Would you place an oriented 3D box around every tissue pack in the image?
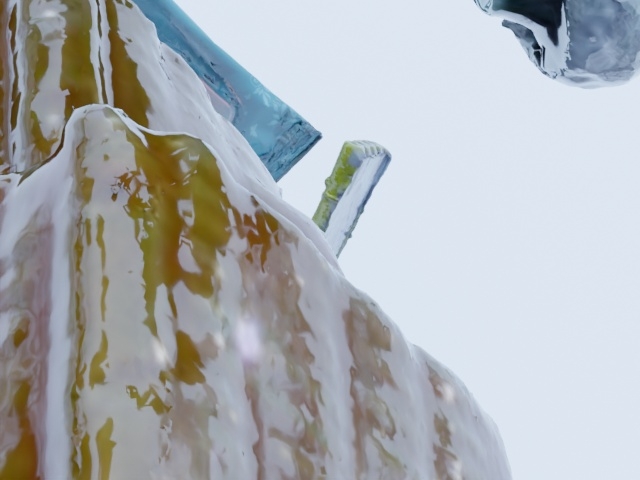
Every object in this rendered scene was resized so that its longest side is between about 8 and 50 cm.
[{"bbox_3d":[-0.077,-0.065,0.830,0.138,0.028,0.085,44,-90,-13],"label":"tissue pack"}]

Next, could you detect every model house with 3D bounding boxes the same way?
[{"bbox_3d":[-0.044,0.050,0.431,0.220,0.229,0.199,13,-122,-3],"label":"model house"}]

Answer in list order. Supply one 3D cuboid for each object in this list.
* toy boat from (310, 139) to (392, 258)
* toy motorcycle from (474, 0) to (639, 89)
[{"bbox_3d":[0.000,0.000,0.971,0.016,0.063,0.115,30,-80,13],"label":"toy boat"},{"bbox_3d":[0.013,-0.180,0.408,0.109,0.198,0.296,-18,-80,-5],"label":"toy motorcycle"}]
